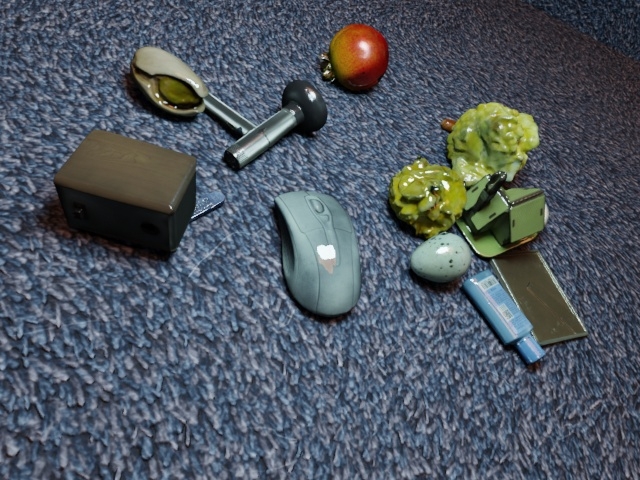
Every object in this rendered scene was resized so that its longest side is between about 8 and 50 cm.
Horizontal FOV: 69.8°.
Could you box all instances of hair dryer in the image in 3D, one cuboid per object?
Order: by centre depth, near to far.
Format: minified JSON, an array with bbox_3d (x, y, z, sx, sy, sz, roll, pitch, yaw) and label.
[{"bbox_3d":[-0.185,-0.373,1.275,0.320,0.156,0.284,-34,85,-28],"label":"hair dryer"}]

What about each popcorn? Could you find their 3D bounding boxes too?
[{"bbox_3d":[0.297,-0.120,1.272,0.218,0.169,0.189,10,54,4],"label":"popcorn"},{"bbox_3d":[0.560,-0.315,1.485,0.237,0.293,0.292,-2,55,-46],"label":"popcorn"}]

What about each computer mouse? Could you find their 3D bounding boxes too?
[{"bbox_3d":[0.000,0.000,1.107,0.189,0.121,0.370,0,53,-24],"label":"computer mouse"}]

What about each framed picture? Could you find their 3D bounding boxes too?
[{"bbox_3d":[0.623,0.155,1.320,0.213,0.016,0.289,-4,58,-26],"label":"framed picture"}]

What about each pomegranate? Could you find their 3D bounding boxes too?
[{"bbox_3d":[0.114,-0.608,1.536,0.235,0.210,0.210,-15,58,5],"label":"pomegranate"}]

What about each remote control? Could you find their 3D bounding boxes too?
[{"bbox_3d":[-0.293,-0.073,1.090,0.153,0.027,0.043,-32,79,-35],"label":"remote control"}]

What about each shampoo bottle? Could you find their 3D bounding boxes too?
[{"bbox_3d":[0.482,0.200,1.199,0.104,0.061,0.258,-18,65,-33],"label":"shampoo bottle"}]

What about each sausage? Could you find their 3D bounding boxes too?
[{"bbox_3d":[0.494,-0.401,1.650,0.131,0.039,0.041,17,59,-10],"label":"sausage"}]

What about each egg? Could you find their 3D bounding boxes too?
[{"bbox_3d":[0.311,0.044,1.194,0.165,0.131,0.131,-4,58,-22],"label":"egg"}]

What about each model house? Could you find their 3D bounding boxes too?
[{"bbox_3d":[0.524,-0.114,1.270,0.219,0.278,0.204,-21,64,-13],"label":"model house"}]

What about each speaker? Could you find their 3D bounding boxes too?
[{"bbox_3d":[-0.393,-0.102,0.969,0.231,0.153,0.192,15,50,-4],"label":"speaker"}]

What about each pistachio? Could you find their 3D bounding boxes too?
[{"bbox_3d":[-0.401,-0.421,1.220,0.238,0.137,0.153,39,39,13],"label":"pistachio"}]

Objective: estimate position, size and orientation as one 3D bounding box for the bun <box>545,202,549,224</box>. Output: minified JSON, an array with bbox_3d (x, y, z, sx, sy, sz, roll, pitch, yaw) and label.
[{"bbox_3d":[0.642,-0.072,1.445,0.138,0.094,0.138,-7,63,14],"label":"bun"}]
